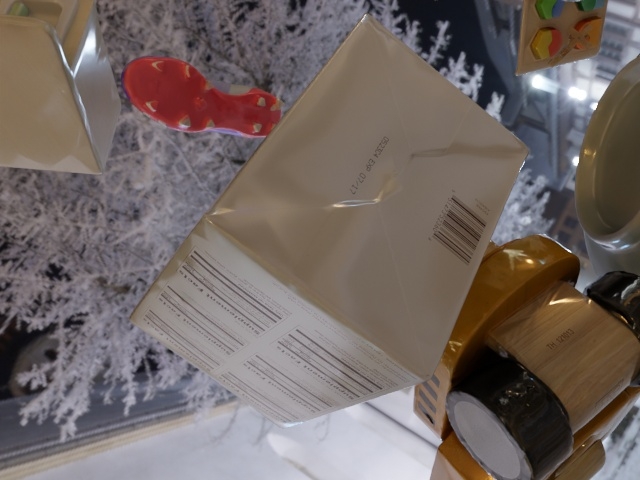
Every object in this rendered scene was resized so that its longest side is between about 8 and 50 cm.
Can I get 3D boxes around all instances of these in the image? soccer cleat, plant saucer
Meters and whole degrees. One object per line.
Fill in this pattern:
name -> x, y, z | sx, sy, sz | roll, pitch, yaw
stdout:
soccer cleat -> -0.154, -0.177, 0.842 | 0.248, 0.095, 0.083 | 1, -79, -48
plant saucer -> 0.375, -0.091, 0.723 | 0.400, 0.101, 0.400 | -170, 90, -87

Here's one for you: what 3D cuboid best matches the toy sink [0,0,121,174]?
toy sink -> -0.335, -0.201, 0.753 | 0.234, 0.153, 0.131 | 95, 179, -59

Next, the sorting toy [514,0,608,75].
sorting toy -> 0.468, -0.422, 1.250 | 0.193, 0.038, 0.208 | -16, -48, -14

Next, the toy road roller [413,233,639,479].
toy road roller -> 0.170, 0.127, 0.656 | 0.202, 0.240, 0.329 | -31, -37, -21

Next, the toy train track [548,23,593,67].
toy train track -> 0.401, -0.314, 1.058 | 0.083, 0.048, 0.014 | -46, 13, 28

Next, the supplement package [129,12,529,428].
supplement package -> 0.000, 0.000, 0.459 | 0.194, 0.149, 0.203 | -57, 9, -32
